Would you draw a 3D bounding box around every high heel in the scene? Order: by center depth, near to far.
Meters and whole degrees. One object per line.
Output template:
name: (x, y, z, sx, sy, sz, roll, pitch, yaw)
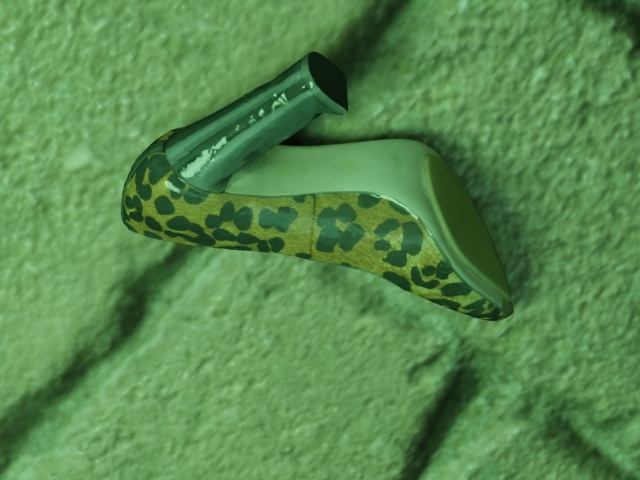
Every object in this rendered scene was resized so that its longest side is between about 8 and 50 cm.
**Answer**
high heel: (0.000, 0.000, 0.849, 0.186, 0.093, 0.261, -28, 125, 28)
